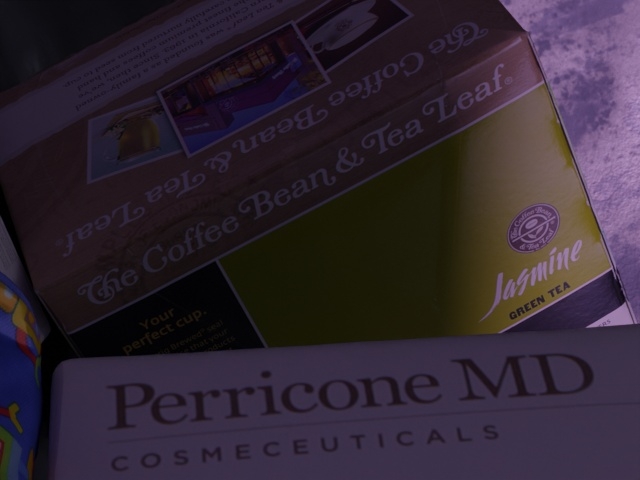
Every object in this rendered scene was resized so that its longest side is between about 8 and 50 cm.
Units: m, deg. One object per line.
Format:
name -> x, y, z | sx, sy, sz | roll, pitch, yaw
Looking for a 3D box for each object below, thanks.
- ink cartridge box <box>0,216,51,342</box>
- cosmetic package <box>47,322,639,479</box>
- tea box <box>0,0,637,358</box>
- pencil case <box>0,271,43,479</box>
ink cartridge box -> -0.218, 0.026, 0.974 | 0.179, 0.045, 0.145 | -57, 127, -65
cosmetic package -> 0.050, 0.289, 0.788 | 0.393, 0.330, 0.327 | -99, -173, -50
tea box -> 0.000, 0.000, 1.204 | 0.323, 0.329, 0.220 | 64, -2, -41
pencil case -> -0.173, 0.141, 0.726 | 0.133, 0.119, 0.306 | 29, 33, -30
